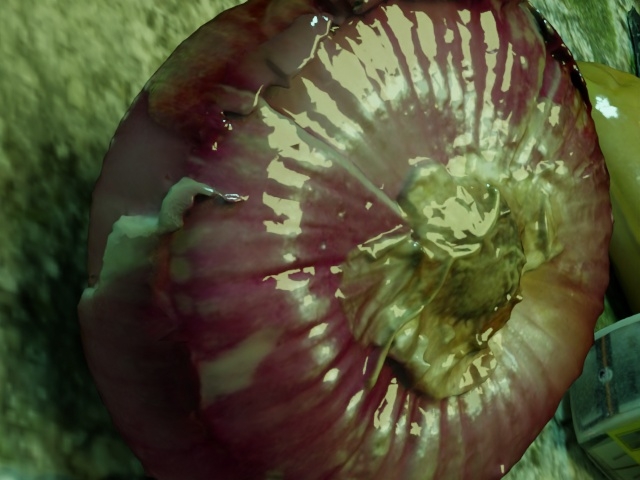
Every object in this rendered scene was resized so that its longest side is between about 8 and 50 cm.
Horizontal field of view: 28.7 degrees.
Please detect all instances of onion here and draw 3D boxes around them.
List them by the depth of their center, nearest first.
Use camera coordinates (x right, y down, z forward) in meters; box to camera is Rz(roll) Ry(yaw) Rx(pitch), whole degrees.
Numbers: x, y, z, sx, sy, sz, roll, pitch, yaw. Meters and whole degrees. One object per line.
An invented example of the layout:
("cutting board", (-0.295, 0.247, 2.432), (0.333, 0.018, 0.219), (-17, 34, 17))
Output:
("onion", (0.000, 0.000, 0.491), (0.230, 0.163, 0.230), (-12, 107, -43))

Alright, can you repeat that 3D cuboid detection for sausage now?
("sausage", (0.275, 0.003, 0.961), (0.134, 0.116, 0.354), (-32, 93, -50))

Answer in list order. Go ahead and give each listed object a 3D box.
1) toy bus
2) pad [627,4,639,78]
("toy bus", (0.259, 0.147, 0.835), (0.268, 0.106, 0.092), (44, 36, -37))
("pad", (0.367, -0.114, 1.276), (0.174, 0.022, 0.233), (44, 35, -33))
